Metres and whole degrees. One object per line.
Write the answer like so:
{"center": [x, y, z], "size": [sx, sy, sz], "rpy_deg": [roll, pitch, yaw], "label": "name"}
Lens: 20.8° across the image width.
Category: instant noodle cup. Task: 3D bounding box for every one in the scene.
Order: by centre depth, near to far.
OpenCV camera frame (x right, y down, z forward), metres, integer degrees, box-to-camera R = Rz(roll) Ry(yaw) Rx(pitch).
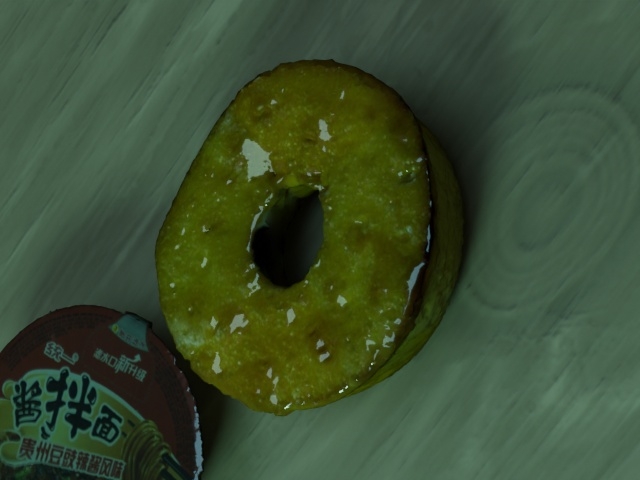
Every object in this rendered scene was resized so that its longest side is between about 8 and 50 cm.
{"center": [-0.193, 0.196, 1.593], "size": [0.274, 0.091, 0.274], "rpy_deg": [-5, 80, 32], "label": "instant noodle cup"}

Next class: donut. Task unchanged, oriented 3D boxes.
{"center": [0.000, 0.000, 1.494], "size": [0.303, 0.110, 0.302], "rpy_deg": [-5, 80, 34], "label": "donut"}
